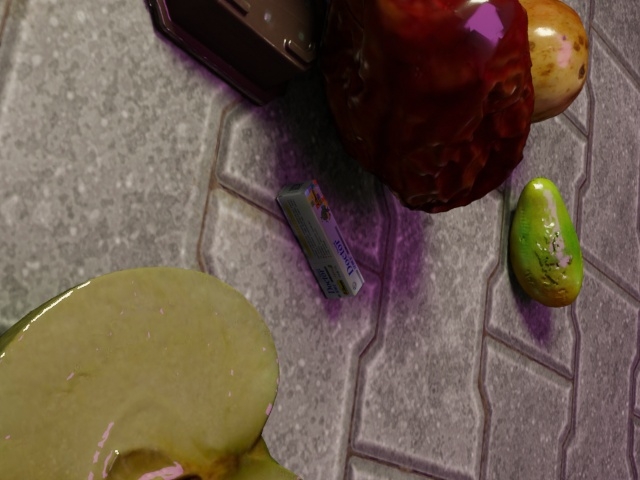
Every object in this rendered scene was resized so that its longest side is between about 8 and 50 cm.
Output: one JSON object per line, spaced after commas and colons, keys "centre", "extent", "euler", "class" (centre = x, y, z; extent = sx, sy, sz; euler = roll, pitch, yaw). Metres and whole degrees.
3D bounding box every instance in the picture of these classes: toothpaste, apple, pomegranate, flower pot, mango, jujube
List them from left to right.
{"centre": [-0.161, 0.215, 0.864], "extent": [0.360, 0.320, 0.311], "euler": [-15, 137, -48], "class": "apple"}
{"centre": [-0.080, -0.279, 1.196], "extent": [0.251, 0.084, 0.178], "euler": [33, 60, -47], "class": "flower pot"}
{"centre": [0.000, 0.000, 1.300], "extent": [0.164, 0.046, 0.034], "euler": [64, 38, -25], "class": "toothpaste"}
{"centre": [0.136, -0.205, 1.289], "extent": [0.377, 0.277, 0.276], "euler": [90, 17, -58], "class": "jujube"}
{"centre": [0.315, -0.289, 1.639], "extent": [0.215, 0.215, 0.215], "euler": [10, 78, -53], "class": "pomegranate"}
{"centre": [0.379, 0.006, 1.757], "extent": [0.125, 0.111, 0.232], "euler": [-41, 120, -55], "class": "mango"}
